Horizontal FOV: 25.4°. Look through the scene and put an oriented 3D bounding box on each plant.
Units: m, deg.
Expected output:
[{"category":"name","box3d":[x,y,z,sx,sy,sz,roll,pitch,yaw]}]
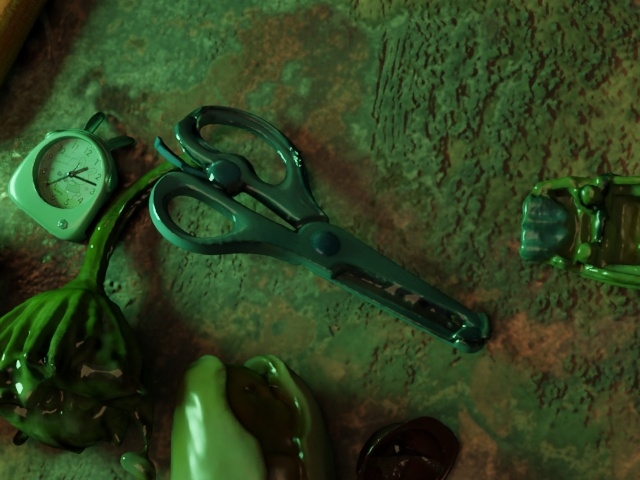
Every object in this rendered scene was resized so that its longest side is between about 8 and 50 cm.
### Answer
[{"category":"plant","box3d":[-0.229,0.078,1.486,0.251,0.180,0.333,-2,45,28]}]

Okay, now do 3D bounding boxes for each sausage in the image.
[{"category":"sausage","box3d":[-0.372,-0.195,1.544,0.071,0.071,0.234,28,90,14]}]

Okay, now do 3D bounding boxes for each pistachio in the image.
[{"category":"pistachio","box3d":[-0.073,0.255,1.392,0.166,0.197,0.288,8,67,-30]}]

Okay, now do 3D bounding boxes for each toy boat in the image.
[{"category":"toy boat","box3d":[0.332,-0.004,1.345,0.276,0.084,0.111,4,84,29]}]

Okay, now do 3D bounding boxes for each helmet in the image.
[{"category":"helmet","box3d":[0.077,0.214,1.408,0.111,0.057,0.089,-42,112,-4]}]

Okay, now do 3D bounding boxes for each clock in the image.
[{"category":"clock","box3d":[-0.261,-0.072,1.521,0.101,0.041,0.135,39,92,14]}]

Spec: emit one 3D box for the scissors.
[{"category":"scissors","box3d":[0.000,0.000,1.433,0.393,0.032,0.180,31,58,4]}]
